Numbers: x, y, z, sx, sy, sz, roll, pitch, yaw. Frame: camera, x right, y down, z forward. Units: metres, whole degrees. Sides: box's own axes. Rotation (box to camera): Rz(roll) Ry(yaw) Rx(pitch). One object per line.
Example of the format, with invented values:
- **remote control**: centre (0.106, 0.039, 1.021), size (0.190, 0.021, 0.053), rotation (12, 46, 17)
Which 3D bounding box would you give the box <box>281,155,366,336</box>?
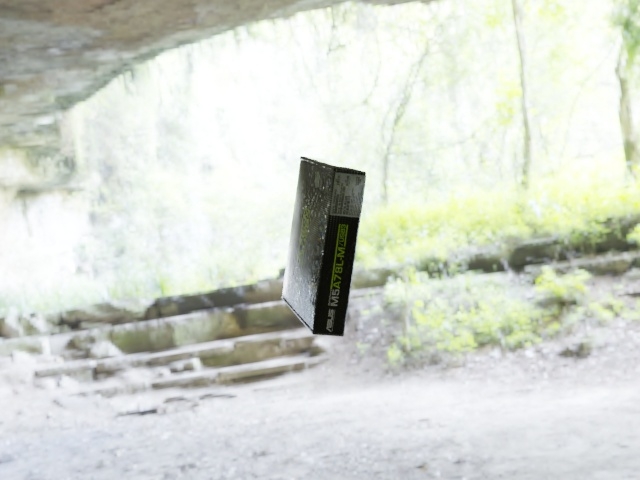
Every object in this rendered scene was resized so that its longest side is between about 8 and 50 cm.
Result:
- **box**: centre (0.000, 0.000, 1.056), size (0.045, 0.191, 0.184), rotation (5, 9, -17)
